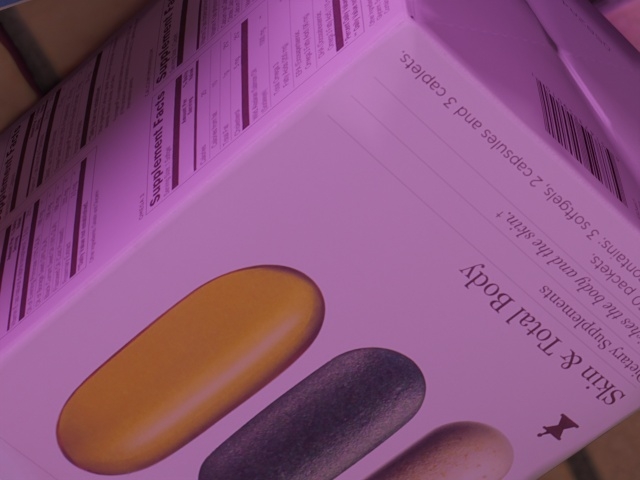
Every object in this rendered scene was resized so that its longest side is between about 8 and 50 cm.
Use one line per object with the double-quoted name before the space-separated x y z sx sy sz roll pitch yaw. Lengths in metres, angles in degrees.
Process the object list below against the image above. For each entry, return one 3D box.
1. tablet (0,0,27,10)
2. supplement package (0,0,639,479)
"tablet" -0.165 -0.121 0.847 0.083 0.006 0.054 -18 119 1
"supplement package" 0.000 0.000 0.808 0.263 0.198 0.199 -38 118 23
